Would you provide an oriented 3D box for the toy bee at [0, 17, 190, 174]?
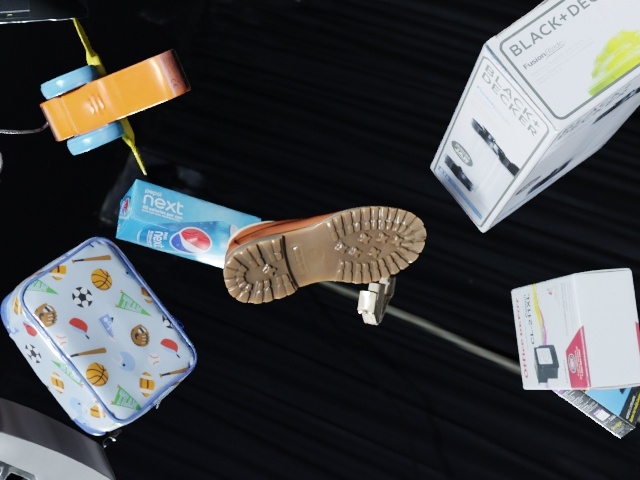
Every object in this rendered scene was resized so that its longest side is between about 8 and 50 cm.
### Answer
[{"bbox_3d":[-0.291,-0.180,1.236,0.162,0.298,0.195,-61,-29,-68],"label":"toy bee"}]

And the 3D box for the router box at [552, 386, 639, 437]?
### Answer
[{"bbox_3d":[0.465,0.212,1.602,0.179,0.133,0.046,-53,-3,-43],"label":"router box"}]

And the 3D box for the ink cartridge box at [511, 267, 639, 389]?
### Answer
[{"bbox_3d":[0.291,0.107,1.136,0.175,0.072,0.127,143,122,-75],"label":"ink cartridge box"}]

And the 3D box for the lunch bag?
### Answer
[{"bbox_3d":[-0.355,0.158,1.636,0.115,0.303,0.243,-31,6,44],"label":"lunch bag"}]

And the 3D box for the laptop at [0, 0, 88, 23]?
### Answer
[{"bbox_3d":[-0.526,-0.511,1.670,0.136,0.234,0.264,-161,65,-77],"label":"laptop"}]

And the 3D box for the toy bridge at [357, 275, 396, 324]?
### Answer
[{"bbox_3d":[0.084,0.096,1.504,0.188,0.026,0.063,-23,-58,-75],"label":"toy bridge"}]

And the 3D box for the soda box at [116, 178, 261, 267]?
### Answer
[{"bbox_3d":[-0.198,-0.019,1.504,0.067,0.210,0.071,-43,38,48],"label":"soda box"}]

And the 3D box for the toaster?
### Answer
[{"bbox_3d":[-0.308,0.256,0.997,0.168,0.110,0.185,33,-93,-29],"label":"toaster"}]

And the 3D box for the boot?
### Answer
[{"bbox_3d":[0.000,0.000,0.772,0.084,0.158,0.059,-119,19,-73],"label":"boot"}]

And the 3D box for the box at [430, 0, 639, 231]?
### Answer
[{"bbox_3d":[0.203,-0.120,0.862,0.169,0.087,0.290,-35,-11,-11],"label":"box"}]
